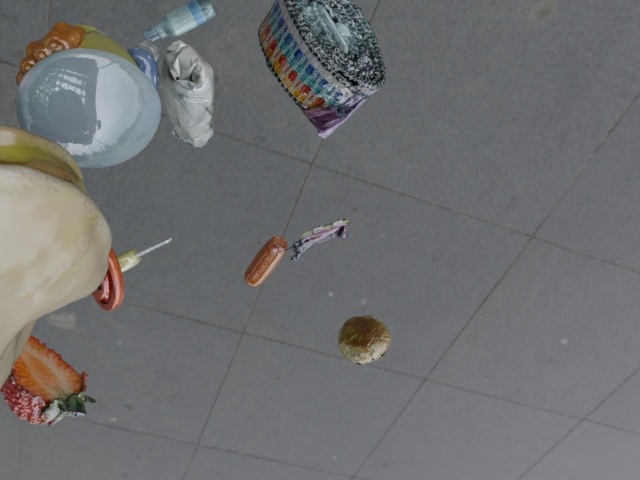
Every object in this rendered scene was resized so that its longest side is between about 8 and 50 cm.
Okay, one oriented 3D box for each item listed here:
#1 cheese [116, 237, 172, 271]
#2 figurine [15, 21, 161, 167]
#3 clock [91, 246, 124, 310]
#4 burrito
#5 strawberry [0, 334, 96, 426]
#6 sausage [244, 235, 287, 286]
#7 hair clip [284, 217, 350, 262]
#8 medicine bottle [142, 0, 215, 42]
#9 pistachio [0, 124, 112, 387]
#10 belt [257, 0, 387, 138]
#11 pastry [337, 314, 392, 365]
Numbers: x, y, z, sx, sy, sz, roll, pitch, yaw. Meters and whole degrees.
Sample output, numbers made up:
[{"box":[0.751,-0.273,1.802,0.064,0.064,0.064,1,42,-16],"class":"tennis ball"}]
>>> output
[{"box":[-0.542,0.050,1.568,0.255,0.127,0.050,-24,100,5],"class":"cheese"},{"box":[-0.352,-0.285,0.947,0.205,0.382,0.225,13,133,-1],"class":"figurine"},{"box":[-0.564,0.082,1.394,0.051,0.205,0.205,-16,138,-40],"class":"clock"},{"box":[-0.310,-0.318,1.291,0.101,0.445,0.139,-42,90,-15],"class":"burrito"},{"box":[-0.667,0.332,1.273,0.286,0.188,0.106,43,100,7],"class":"strawberry"},{"box":[-0.172,0.069,1.695,0.076,0.076,0.197,27,118,-20],"class":"sausage"},{"box":[-0.004,-0.007,1.401,0.187,0.056,0.146,-28,170,-15],"class":"hair clip"},{"box":[-0.405,-0.626,1.561,0.208,0.090,0.054,-28,139,-2],"class":"medicine bottle"},{"box":[-0.436,0.060,0.568,0.445,0.281,0.365,-36,157,-22],"class":"pistachio"},{"box":[0.003,-0.378,1.122,0.295,0.206,0.160,56,140,2],"class":"belt"},{"box":[0.123,0.276,1.526,0.153,0.153,0.081,-8,124,5],"class":"pastry"}]
